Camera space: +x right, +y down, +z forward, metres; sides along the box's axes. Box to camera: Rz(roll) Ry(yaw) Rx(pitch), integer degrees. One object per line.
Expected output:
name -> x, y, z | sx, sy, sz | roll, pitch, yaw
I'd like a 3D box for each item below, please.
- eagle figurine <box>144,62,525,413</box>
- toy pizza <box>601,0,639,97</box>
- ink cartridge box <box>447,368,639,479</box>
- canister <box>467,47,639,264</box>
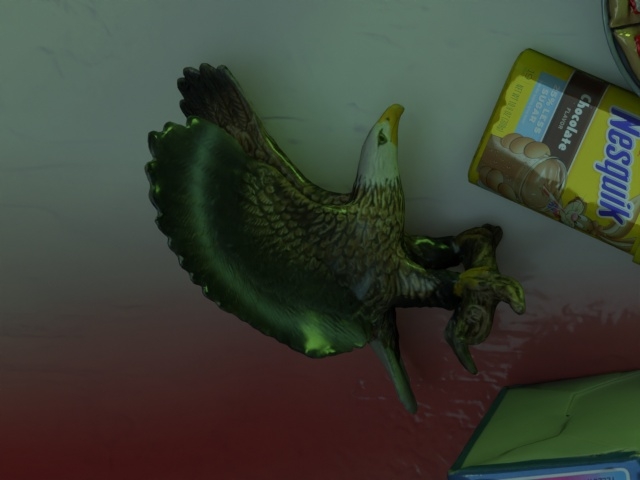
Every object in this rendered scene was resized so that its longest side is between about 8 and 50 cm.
eagle figurine -> 0.003, -0.011, 1.386 | 0.298, 0.226, 0.225 | 14, 66, -5
toy pizza -> 0.306, -0.183, 1.317 | 0.201, 0.032, 0.201 | -3, 99, -17
ink cartridge box -> 0.218, 0.323, 1.350 | 0.151, 0.270, 0.395 | -9, 96, 17
canister -> 0.216, -0.066, 1.391 | 0.170, 0.073, 0.126 | 24, 103, 11
